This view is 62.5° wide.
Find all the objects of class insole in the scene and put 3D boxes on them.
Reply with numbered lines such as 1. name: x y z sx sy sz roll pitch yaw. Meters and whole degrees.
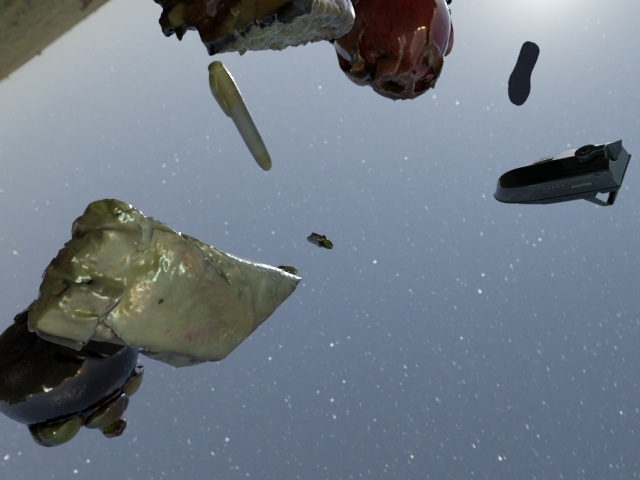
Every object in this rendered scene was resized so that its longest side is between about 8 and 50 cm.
1. insole: 0.491 -0.402 1.280 0.064 0.188 0.004 38 -112 25

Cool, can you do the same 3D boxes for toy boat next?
1. toy boat: 0.416 -0.103 0.931 0.246 0.103 0.093 -10 -145 48

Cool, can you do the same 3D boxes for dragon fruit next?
1. dragon fruit: 0.129 -0.397 0.990 0.250 0.250 0.315 -9 -146 36

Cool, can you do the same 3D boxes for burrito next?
1. burrito: -0.172 0.071 0.650 0.107 0.348 0.175 27 -89 38

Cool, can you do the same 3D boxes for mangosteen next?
1. mangosteen: -0.449 0.233 0.974 0.233 0.288 0.287 -50 -152 16

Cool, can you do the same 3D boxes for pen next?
1. pen: -0.121 -0.181 0.821 0.032 0.233 0.040 19 -115 26

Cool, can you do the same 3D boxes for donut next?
1. donut: -0.059 -0.228 0.448 0.187 0.144 0.126 -1 -175 32

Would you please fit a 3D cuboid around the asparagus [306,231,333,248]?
1. asparagus: 0.000 0.001 1.030 0.025 0.021 0.108 -41 -159 -11

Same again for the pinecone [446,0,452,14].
1. pinecone: 0.272 -0.595 1.352 0.140 0.121 0.140 -168 -90 -70
